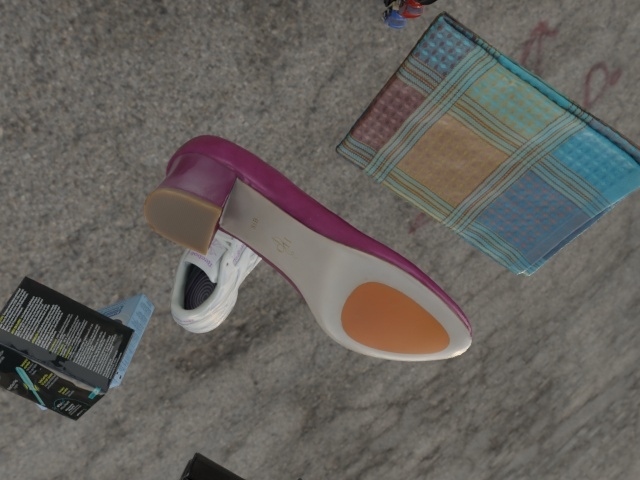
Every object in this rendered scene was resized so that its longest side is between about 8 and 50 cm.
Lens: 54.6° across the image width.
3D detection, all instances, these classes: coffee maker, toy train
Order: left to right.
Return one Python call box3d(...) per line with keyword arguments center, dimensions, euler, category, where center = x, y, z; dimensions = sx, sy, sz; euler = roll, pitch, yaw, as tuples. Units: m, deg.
box3d(center=(-0.145, 0.417, 0.992), dimensions=(0.171, 0.178, 0.120), euler=(-62, -176, -11), category="coffee maker")
box3d(center=(0.089, -0.230, 0.590), dimensions=(0.027, 0.158, 0.036), euler=(0, 98, -10), category="toy train")

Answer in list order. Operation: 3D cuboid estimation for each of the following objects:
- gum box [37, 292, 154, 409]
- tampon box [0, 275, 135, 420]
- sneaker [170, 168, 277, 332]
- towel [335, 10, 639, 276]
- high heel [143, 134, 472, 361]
box3d(center=(-0.375, 0.181, 1.033), dimensions=(0.157, 0.184, 0.041), euler=(-20, 119, 17), category="gum box")
box3d(center=(-0.358, 0.146, 0.827), dimensions=(0.161, 0.101, 0.120), euler=(33, 133, -20), category="tampon box")
box3d(center=(-0.144, 0.009, 1.001), dimensions=(0.152, 0.114, 0.305), euler=(76, 39, -78), category="sneaker")
box3d(center=(0.239, -0.112, 0.879), dimensions=(0.370, 0.040, 0.271), euler=(31, 131, -11), category="towel")
box3d(center=(0.000, 0.000, 0.452), dimensions=(0.244, 0.117, 0.082), euler=(22, 122, -3), category="high heel")
